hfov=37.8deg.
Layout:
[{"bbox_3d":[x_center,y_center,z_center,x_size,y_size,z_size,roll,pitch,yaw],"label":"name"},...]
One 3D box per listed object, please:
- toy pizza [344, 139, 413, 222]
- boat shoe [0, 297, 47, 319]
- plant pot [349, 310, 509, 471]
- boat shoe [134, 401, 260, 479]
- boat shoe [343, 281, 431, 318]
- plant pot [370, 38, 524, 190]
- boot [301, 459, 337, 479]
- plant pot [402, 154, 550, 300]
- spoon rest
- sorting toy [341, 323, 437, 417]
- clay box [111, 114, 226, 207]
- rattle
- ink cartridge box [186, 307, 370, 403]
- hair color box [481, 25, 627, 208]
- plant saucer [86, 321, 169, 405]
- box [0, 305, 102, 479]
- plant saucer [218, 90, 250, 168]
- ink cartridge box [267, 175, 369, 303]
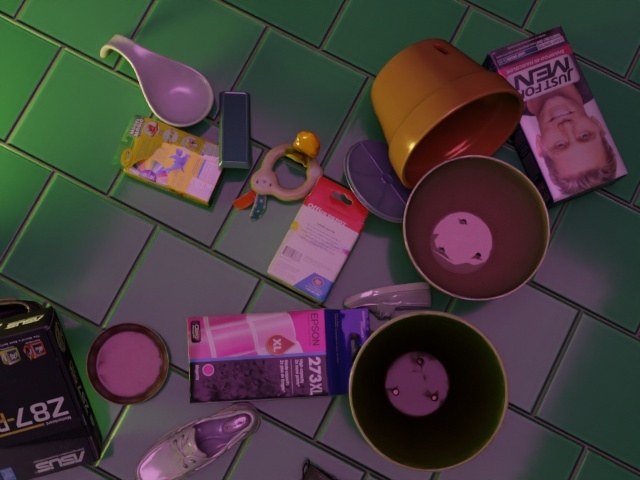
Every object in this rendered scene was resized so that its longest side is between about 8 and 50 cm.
[{"bbox_3d":[0.131,-0.120,1.941,0.201,0.032,0.201,18,53,-25],"label":"toy pizza"},{"bbox_3d":[-0.719,0.181,1.856,0.355,0.130,0.132,-17,64,-7],"label":"boat shoe"},{"bbox_3d":[0.192,0.272,1.745,0.274,0.293,0.275,0,84,3],"label":"plant pot"},{"bbox_3d":[-0.250,0.404,1.853,0.277,0.096,0.098,-31,83,-6],"label":"boat shoe"},{"bbox_3d":[0.141,0.130,1.928,0.184,0.066,0.063,-8,79,-12],"label":"boat shoe"},{"bbox_3d":[0.236,-0.269,1.900,0.290,0.291,0.203,-30,65,-6],"label":"plant pot"},{"bbox_3d":[0.015,0.588,1.821,0.263,0.091,0.229,38,83,8],"label":"boot"},{"bbox_3d":[0.298,-0.011,1.884,0.284,0.191,0.284,0,81,-1],"label":"plant pot"},{"bbox_3d":[-0.351,-0.347,1.982,0.276,0.084,0.137,36,72,6],"label":"spoon rest"},{"bbox_3d":[0.171,0.274,1.915,0.307,0.041,0.229,38,86,5],"label":"sorting toy"},{"bbox_3d":[-0.313,-0.169,1.972,0.222,0.053,0.127,22,80,3],"label":"clay box"},{"bbox_3d":[-0.088,-0.129,1.930,0.199,0.143,0.130,-29,100,-11],"label":"rattle"},{"bbox_3d":[-0.082,0.231,1.882,0.370,0.069,0.176,-4,82,4],"label":"ink cartridge box"},{"bbox_3d":[0.489,-0.257,1.973,0.173,0.105,0.347,-22,82,-4],"label":"hair color box"},{"bbox_3d":[-0.393,0.252,1.912,0.168,0.029,0.169,0,81,0],"label":"plant saucer"},{"bbox_3d":[-0.657,0.324,1.792,0.394,0.097,0.318,-14,115,-3],"label":"box"},{"bbox_3d":[-0.181,-0.238,1.971,0.067,0.018,0.192,2,61,-8],"label":"plant saucer"},{"bbox_3d":[0.000,0.000,1.935,0.134,0.078,0.231,28,81,3],"label":"ink cartridge box"}]
